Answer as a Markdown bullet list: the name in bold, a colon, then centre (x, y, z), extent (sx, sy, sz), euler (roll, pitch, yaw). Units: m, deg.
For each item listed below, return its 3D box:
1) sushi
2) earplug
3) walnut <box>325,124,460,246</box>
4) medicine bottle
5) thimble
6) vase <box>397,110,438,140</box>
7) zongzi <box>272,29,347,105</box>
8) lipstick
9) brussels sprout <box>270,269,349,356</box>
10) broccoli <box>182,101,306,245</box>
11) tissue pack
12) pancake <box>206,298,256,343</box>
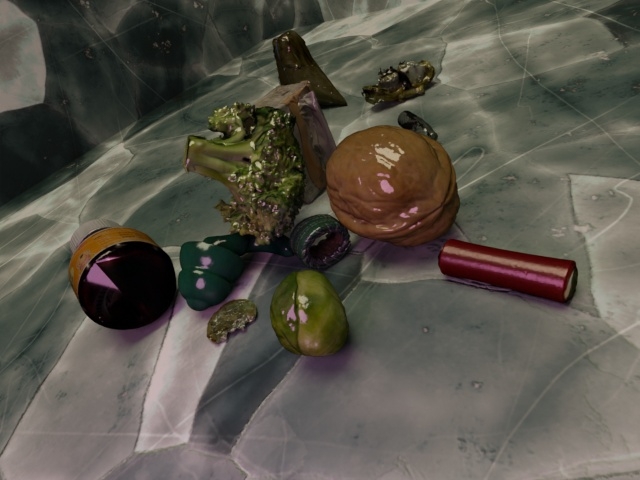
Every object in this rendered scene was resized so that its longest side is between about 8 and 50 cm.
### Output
- **sushi**: centre (0.308, -0.607, 1.663), extent (0.291, 0.131, 0.139), euler (-21, 33, -10)
- **earplug**: centre (-0.232, 0.065, 1.112), extent (0.164, 0.257, 0.280), euler (-35, 29, 61)
- **walnut**: centre (0.162, -0.123, 0.981), extent (0.252, 0.277, 0.313), euler (-29, 33, -24)
- **medicine bottle**: centre (-0.559, 0.075, 1.188), extent (0.242, 0.242, 0.395), euler (-40, 33, -22)
- **thimble**: centre (-0.002, 0.000, 1.054), extent (0.135, 0.118, 0.090), euler (-31, 37, -10)
- **vase**: centre (0.315, -0.363, 1.396), extent (0.060, 0.060, 0.211), euler (-25, 34, -2)
- **zongzi**: centre (-0.042, -0.730, 1.866), extent (0.360, 0.323, 0.160), euler (20, 46, 40)
- **lipstick**: centre (0.347, 0.053, 0.823), extent (0.241, 0.080, 0.080), euler (14, 50, 41)
- **brussels sprout**: centre (-0.018, 0.147, 0.813), extent (0.131, 0.183, 0.145), euler (-23, 14, 7)
- **broccoli**: centre (-0.178, -0.180, 1.092), extent (0.277, 0.317, 0.338), euler (-26, 32, 56)
- **tissue pack**: centre (-0.052, -0.292, 1.298), extent (0.238, 0.305, 0.238), euler (-17, 33, 12)
- **pancake**: centre (-0.211, 0.183, 1.018), extent (0.129, 0.022, 0.116), euler (-27, 33, -4)
